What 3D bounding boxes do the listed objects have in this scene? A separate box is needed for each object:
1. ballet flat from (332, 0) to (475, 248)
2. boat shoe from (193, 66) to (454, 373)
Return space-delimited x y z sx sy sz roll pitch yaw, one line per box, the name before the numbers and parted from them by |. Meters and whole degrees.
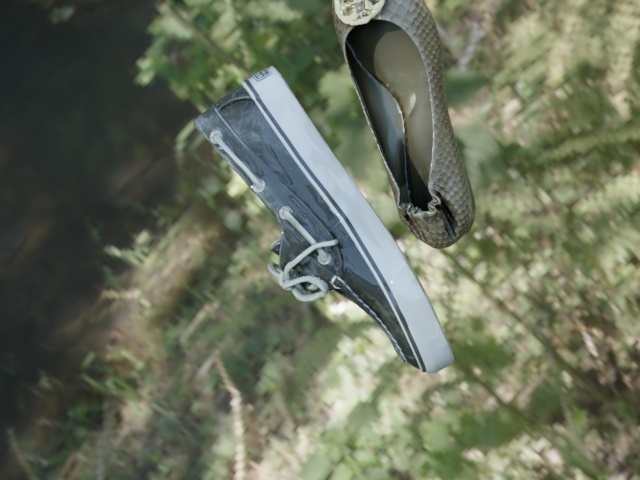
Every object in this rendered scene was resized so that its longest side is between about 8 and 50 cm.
ballet flat | 0.064 -0.112 1.311 0.084 0.058 0.250 -14 95 33
boat shoe | 0.000 0.000 1.404 0.105 0.306 0.113 -34 3 -2
